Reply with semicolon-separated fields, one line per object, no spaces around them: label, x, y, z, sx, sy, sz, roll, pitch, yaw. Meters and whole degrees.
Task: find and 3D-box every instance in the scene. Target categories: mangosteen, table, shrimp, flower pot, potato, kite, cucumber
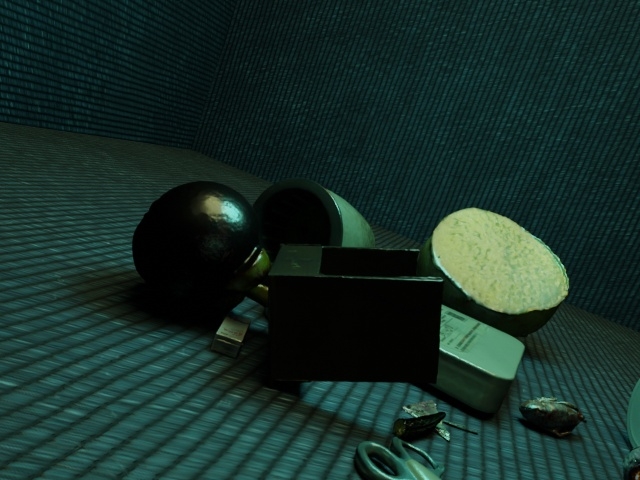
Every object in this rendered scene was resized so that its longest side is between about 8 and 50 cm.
mangosteen;-0.210;0.030;1.046;0.302;0.275;0.275;40;10;-4
table;0.055;0.126;0.967;0.281;0.197;0.250;1;10;0
shrimp;0.503;0.373;1.129;0.190;0.075;0.073;10;-6;-22
flower pot;0.000;0.000;1.475;0.293;0.294;0.330;27;8;29
potato;0.521;0.152;1.718;0.441;0.320;0.385;33;54;17
kite;0.220;0.329;0.978;0.156;0.011;0.139;20;13;-3
cucumber;0.170;0.312;0.897;0.134;0.033;0.034;9;54;-41

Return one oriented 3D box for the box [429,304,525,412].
box;0.270;0.233;1.270;0.396;0.111;0.396;24;11;23

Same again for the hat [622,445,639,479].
hat;0.568;0.442;0.874;0.140;0.129;0.227;46;36;14

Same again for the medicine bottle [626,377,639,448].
medicine bottle;0.831;0.400;1.136;0.231;0.238;0.238;20;11;5

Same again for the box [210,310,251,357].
box;-0.162;0.171;0.974;0.050;0.036;0.117;19;11;-4

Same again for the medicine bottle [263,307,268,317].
medicine bottle;-0.040;0.117;1.183;0.147;0.143;0.147;21;11;-4

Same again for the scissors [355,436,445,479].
scissors;0.166;0.349;0.688;0.137;0.041;0.289;10;11;-38
